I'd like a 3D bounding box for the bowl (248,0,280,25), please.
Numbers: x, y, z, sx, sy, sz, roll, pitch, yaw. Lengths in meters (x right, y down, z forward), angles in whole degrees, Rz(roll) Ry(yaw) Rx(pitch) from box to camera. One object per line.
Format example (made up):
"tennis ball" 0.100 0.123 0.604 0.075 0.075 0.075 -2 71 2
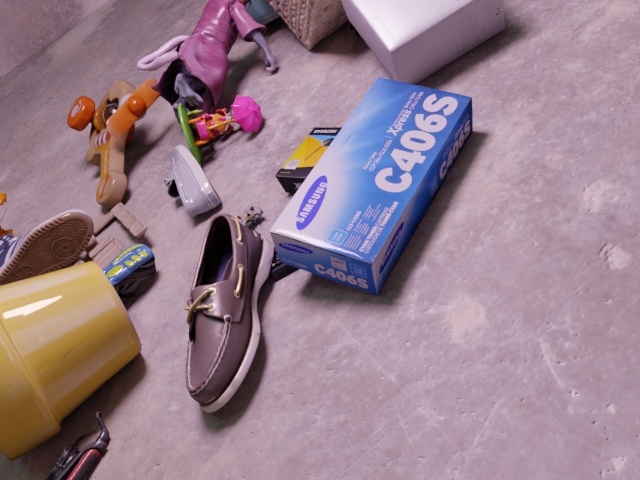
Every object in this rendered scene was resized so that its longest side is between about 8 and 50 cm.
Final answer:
"bowl" -0.146 -0.660 1.886 0.311 0.163 0.311 -26 25 13

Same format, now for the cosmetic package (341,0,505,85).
"cosmetic package" 0.178 -0.436 1.341 0.224 0.138 0.224 -33 63 4

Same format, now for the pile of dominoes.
"pile of dominoes" -0.428 0.027 1.446 0.196 0.040 0.251 -45 28 -10

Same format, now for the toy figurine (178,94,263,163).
"toy figurine" -0.198 -0.247 1.537 0.159 0.130 0.173 -17 11 0

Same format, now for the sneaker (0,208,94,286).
"sneaker" -0.570 0.011 1.481 0.282 0.099 0.153 -41 34 10

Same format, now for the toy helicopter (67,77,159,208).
"toy helicopter" -0.457 -0.227 1.658 0.235 0.140 0.355 -36 47 30

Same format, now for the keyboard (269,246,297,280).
"keyboard" 0.000 0.000 1.134 0.180 0.023 0.108 -29 35 7

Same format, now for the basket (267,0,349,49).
"basket" 0.017 -0.637 1.565 0.331 0.266 0.328 -36 -1 -6

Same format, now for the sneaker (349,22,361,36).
"sneaker" 0.138 -0.442 1.526 0.097 0.084 0.234 -59 35 6

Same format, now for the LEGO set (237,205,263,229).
"LEGO set" -0.127 -0.034 1.279 0.083 0.023 0.054 -11 37 49

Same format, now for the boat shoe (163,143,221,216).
"boat shoe" -0.266 -0.116 1.432 0.081 0.079 0.227 -33 38 -6

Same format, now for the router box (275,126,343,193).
"router box" 0.028 -0.135 1.250 0.178 0.046 0.133 7 51 42

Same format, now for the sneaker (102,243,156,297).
"sneaker" -0.363 0.084 1.270 0.188 0.078 0.067 -36 47 -18

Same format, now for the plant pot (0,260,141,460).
"plant pot" -0.413 0.156 1.104 0.239 0.254 0.254 -29 32 -23

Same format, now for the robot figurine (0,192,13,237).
"robot figurine" -0.731 0.024 1.553 0.085 0.211 0.291 1 38 -8

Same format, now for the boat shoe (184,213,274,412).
"boat shoe" -0.146 0.092 1.056 0.116 0.096 0.324 -28 34 31

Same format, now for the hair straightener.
"hair straightener" -0.371 0.334 1.006 0.089 0.047 0.230 -4 45 35

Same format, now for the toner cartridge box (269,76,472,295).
"toner cartridge box" 0.086 -0.094 1.090 0.165 0.075 0.348 17 57 25

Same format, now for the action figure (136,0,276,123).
"action figure" -0.261 -0.458 1.680 0.248 0.275 0.370 5 67 42

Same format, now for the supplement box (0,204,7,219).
"supplement box" -0.837 -0.054 1.846 0.062 0.036 0.098 -23 36 14
